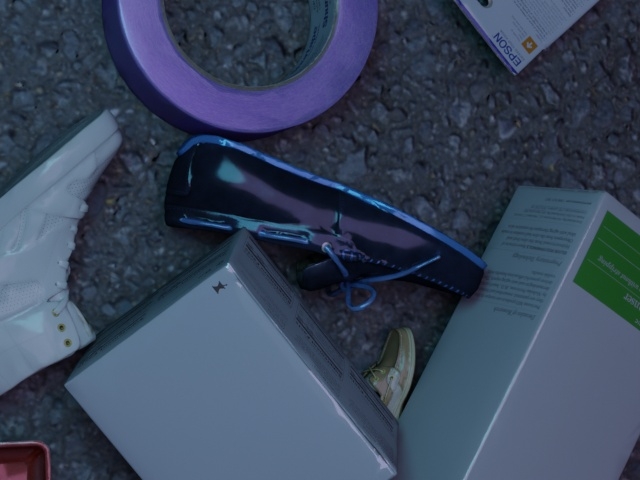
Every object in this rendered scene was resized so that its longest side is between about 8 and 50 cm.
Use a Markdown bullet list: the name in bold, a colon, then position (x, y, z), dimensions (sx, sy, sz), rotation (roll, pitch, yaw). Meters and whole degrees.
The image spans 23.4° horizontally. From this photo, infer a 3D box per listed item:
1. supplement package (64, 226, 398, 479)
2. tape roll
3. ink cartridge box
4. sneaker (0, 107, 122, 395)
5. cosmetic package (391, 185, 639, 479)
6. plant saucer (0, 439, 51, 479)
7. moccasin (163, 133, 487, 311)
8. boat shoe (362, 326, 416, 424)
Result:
- **supplement package**: position (-0.081, 0.160, 1.512), dimensions (0.204, 0.145, 0.262), rotation (-36, 99, 11)
- **tape roll**: position (-0.083, -0.242, 1.597), dimensions (0.274, 0.090, 0.275), rotation (1, 88, -18)
- **ink cartridge box**: position (0.218, -0.331, 1.724), dimensions (0.224, 0.045, 0.223), rotation (-42, 100, -15)
- **sneaker**: position (-0.266, 0.021, 1.522), dimensions (0.292, 0.108, 0.169), rotation (-46, 103, -5)
- **cosmetic package**: position (0.235, 0.146, 1.637), dimensions (0.197, 0.155, 0.366), rotation (33, 77, -29)
- **plant saucer**: position (-0.384, 0.324, 1.475), dimensions (0.259, 0.048, 0.259), rotation (-2, 88, -9)
- **moccasin**: position (0.000, 0.000, 1.608), dimensions (0.342, 0.138, 0.117), rotation (22, 85, -2)
- **boat shoe**: position (0.066, 0.156, 1.649), dimensions (0.045, 0.050, 0.135), rotation (15, 83, -23)
